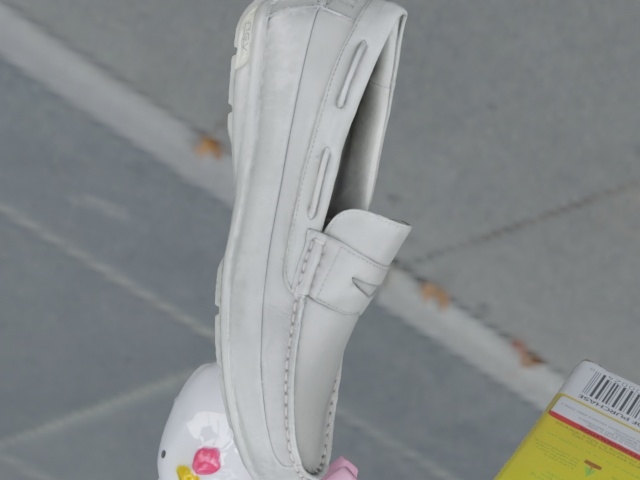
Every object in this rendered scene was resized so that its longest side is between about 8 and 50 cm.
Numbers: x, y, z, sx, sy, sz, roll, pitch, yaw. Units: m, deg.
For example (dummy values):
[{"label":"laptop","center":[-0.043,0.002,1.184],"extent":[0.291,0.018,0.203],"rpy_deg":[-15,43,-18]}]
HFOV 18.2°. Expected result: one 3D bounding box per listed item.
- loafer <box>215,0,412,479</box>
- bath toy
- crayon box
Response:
[{"label":"loafer","center":[0.000,0.000,1.256],"extent":[0.111,0.319,0.112],"rpy_deg":[3,-177,18]},{"label":"bath toy","center":[0.007,0.242,1.466],"extent":[0.348,0.129,0.151],"rpy_deg":[46,-178,-1]},{"label":"crayon box","center":[0.214,0.207,1.364],"extent":[0.202,0.318,0.081],"rpy_deg":[26,114,14]}]
